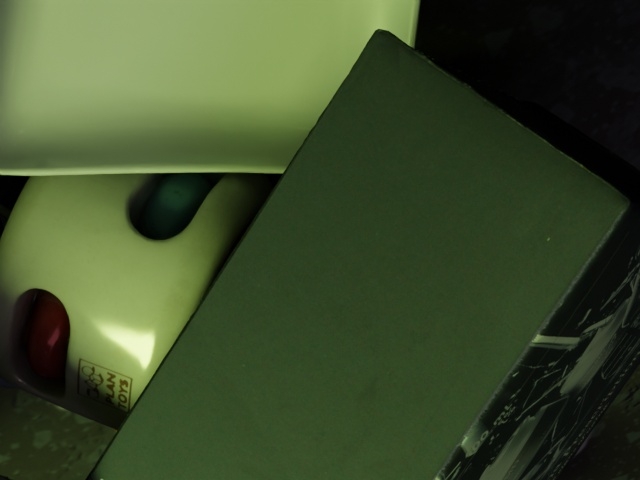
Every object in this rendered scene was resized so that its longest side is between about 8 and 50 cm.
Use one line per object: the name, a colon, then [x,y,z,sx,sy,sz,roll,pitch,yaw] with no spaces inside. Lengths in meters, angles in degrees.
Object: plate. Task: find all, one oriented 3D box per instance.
plate: [-0.065,-0.176,0.928,0.277,0.045,0.278,-2,108,-26]

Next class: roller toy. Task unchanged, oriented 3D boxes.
roller toy: [-0.114,0.028,1.019,0.191,0.146,0.209,32,80,-80]

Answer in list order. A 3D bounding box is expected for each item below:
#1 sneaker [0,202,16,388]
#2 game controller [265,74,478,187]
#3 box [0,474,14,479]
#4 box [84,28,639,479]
sneaker: [-0.253,0.029,1.040,0.131,0.148,0.350,-28,140,3]
game controller: [0.000,0.000,1.169,0.319,0.067,0.166,-24,107,0]
box: [-0.375,0.155,0.955,0.318,0.097,0.395,28,154,-31]
box: [0.066,0.078,0.996,0.343,0.179,0.312,-57,158,11]
